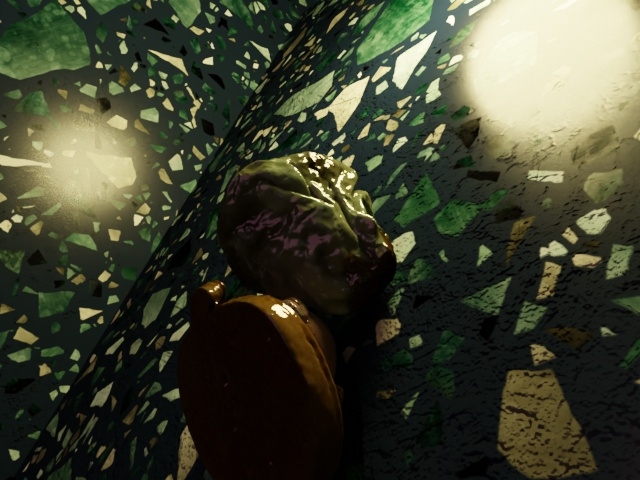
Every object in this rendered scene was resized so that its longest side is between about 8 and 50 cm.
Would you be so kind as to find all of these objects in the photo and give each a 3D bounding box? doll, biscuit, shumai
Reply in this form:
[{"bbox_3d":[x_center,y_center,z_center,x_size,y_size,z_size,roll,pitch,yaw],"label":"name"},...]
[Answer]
[{"bbox_3d":[-0.072,0.204,0.855,0.156,0.201,0.303,-18,0,-39],"label":"doll"},{"bbox_3d":[-0.114,0.228,0.731,0.394,0.070,0.350,-29,77,47],"label":"biscuit"},{"bbox_3d":[0.000,0.000,0.843,0.309,0.304,0.263,-53,41,-3],"label":"shumai"}]
